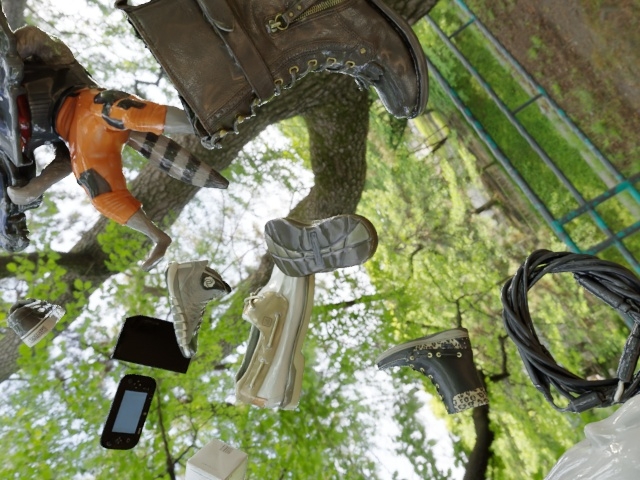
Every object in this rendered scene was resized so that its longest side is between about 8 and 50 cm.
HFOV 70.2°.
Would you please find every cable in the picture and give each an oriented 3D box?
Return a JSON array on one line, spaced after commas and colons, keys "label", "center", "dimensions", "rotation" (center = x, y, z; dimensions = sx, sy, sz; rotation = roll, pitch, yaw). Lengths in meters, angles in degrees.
[{"label": "cable", "center": [0.288, 0.092, 0.504], "dimensions": [0.047, 0.150, 0.184], "rotation": [4, -115, -54]}]

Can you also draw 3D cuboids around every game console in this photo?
[{"label": "game console", "center": [-0.495, 0.400, 1.278], "dimensions": [0.213, 0.361, 0.044], "rotation": [21, 167, -27]}]

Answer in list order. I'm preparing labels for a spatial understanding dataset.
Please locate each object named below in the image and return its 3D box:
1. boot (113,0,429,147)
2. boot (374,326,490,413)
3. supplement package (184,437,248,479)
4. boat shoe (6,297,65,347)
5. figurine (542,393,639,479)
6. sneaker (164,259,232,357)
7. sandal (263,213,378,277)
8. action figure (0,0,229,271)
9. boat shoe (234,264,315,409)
[{"label": "boot", "center": [-0.032, -0.173, 0.454], "dimensions": [0.263, 0.229, 0.091], "rotation": [50, 173, -28]}, {"label": "boot", "center": [0.255, 0.317, 1.056], "dimensions": [0.085, 0.236, 0.179], "rotation": [35, -145, -61]}, {"label": "supplement package", "center": [-0.325, 0.765, 1.389], "dimensions": [0.139, 0.244, 0.134], "rotation": [16, -165, 21]}, {"label": "boat shoe", "center": [-0.736, 0.193, 1.159], "dimensions": [0.102, 0.108, 0.301], "rotation": [50, 160, -17]}, {"label": "figurine", "center": [0.213, 0.245, 0.325], "dimensions": [0.215, 0.209, 0.092], "rotation": [60, -173, 12]}, {"label": "sneaker", "center": [-0.254, 0.145, 0.989], "dimensions": [0.086, 0.132, 0.229], "rotation": [-133, 35, -62]}, {"label": "sandal", "center": [0.000, 0.000, 0.631], "dimensions": [0.060, 0.219, 0.090], "rotation": [-15, -87, -44]}, {"label": "action figure", "center": [-0.301, -0.110, 0.574], "dimensions": [0.330, 0.341, 0.178], "rotation": [37, -142, 5]}, {"label": "boat shoe", "center": [-0.075, 0.122, 0.746], "dimensions": [0.113, 0.103, 0.302], "rotation": [157, 119, -74]}]
